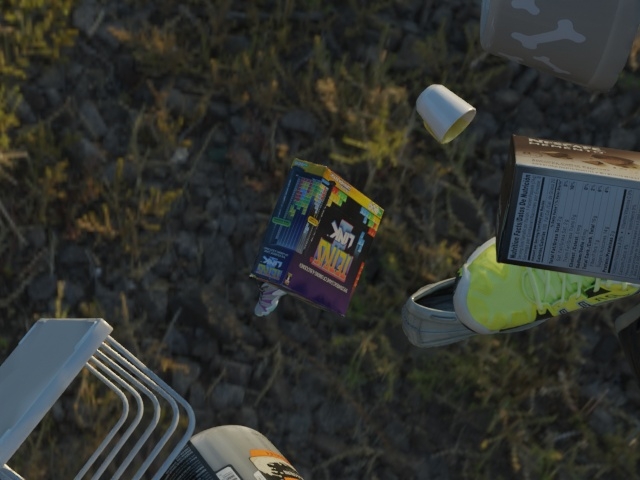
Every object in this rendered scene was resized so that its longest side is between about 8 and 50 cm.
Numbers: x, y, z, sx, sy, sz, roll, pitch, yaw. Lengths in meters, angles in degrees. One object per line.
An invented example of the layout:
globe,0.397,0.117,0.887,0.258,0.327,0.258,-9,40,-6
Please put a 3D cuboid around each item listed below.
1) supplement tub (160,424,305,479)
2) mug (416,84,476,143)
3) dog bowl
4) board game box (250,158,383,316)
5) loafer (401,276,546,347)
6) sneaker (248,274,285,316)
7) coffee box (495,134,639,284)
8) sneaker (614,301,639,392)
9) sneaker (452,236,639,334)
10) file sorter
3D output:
supplement tub,-0.068,0.385,1.506,0.193,0.193,0.316,-24,37,-22
mug,0.155,-0.164,1.600,0.064,0.078,0.062,47,33,15
dog bowl,0.188,-0.289,0.912,0.102,0.349,0.349,8,58,4
board game box,0.000,0.000,1.403,0.048,0.170,0.141,16,83,29
loafer,0.294,0.099,2.101,0.319,0.111,0.112,-16,52,-13
sneaker,-0.092,0.076,1.968,0.069,0.098,0.038,29,26,-30
coffee box,0.351,-0.028,1.369,0.297,0.119,0.168,9,17,6
sneaker,0.359,0.104,1.182,0.083,0.222,0.118,-11,73,-6
sneaker,0.371,0.034,1.784,0.384,0.147,0.145,-19,94,-18
file sorter,-0.291,0.217,1.422,0.173,0.277,0.193,43,70,-17
